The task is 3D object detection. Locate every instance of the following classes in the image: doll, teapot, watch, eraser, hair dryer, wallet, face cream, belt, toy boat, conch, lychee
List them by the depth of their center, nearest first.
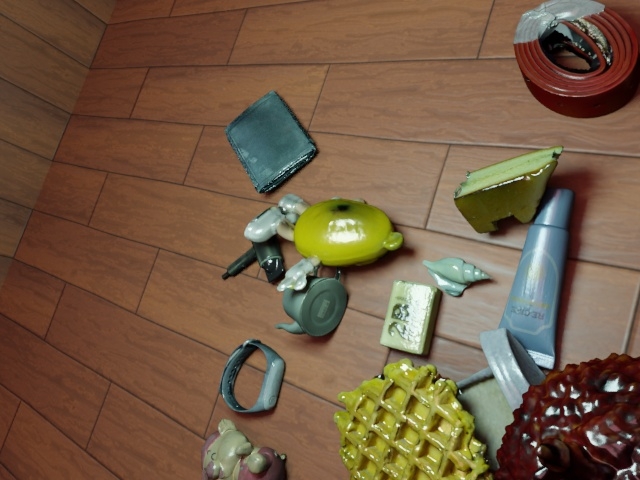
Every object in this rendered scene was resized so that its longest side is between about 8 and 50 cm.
[{"bbox_3d":[0.471,0.381,0.793,0.424,0.500,0.425,-39,28,26],"label":"lychee"},{"bbox_3d":[0.376,0.365,1.106,0.276,0.111,0.293,49,117,34],"label":"toy boat"},{"bbox_3d":[0.483,0.074,1.142,0.135,0.086,0.385,12,86,38],"label":"face cream"},{"bbox_3d":[0.589,-0.434,1.225,0.227,0.115,0.324,-42,55,14],"label":"belt"},{"bbox_3d":[0.330,0.082,1.258,0.180,0.088,0.065,8,35,42],"label":"conch"},{"bbox_3d":[0.222,0.189,1.286,0.117,0.058,0.172,8,78,35],"label":"eraser"},{"bbox_3d":[-0.220,0.602,1.379,0.255,0.152,0.196,8,65,39],"label":"doll"},{"bbox_3d":[-0.030,0.154,1.421,0.149,0.162,0.239,18,69,48],"label":"teapot"},{"bbox_3d":[-0.010,-0.021,1.425,0.348,0.161,0.423,-29,40,-9],"label":"doll"},{"bbox_3d":[-0.199,0.388,1.492,0.193,0.068,0.206,5,79,34],"label":"watch"},{"bbox_3d":[-0.221,0.077,1.623,0.248,0.078,0.196,-38,57,29],"label":"hair dryer"},{"bbox_3d":[-0.167,-0.326,1.717,0.237,0.075,0.342,-39,54,9],"label":"wallet"}]

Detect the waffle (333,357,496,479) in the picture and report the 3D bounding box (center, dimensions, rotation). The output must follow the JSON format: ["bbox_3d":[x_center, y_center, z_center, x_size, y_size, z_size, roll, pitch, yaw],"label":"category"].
[{"bbox_3d":[0.188,0.467,1.144,0.379,0.095,0.382,-36,59,34],"label":"waffle"}]

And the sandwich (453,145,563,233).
[{"bbox_3d":[0.438,-0.119,1.170,0.235,0.128,0.122,-17,36,43],"label":"sandwich"}]
